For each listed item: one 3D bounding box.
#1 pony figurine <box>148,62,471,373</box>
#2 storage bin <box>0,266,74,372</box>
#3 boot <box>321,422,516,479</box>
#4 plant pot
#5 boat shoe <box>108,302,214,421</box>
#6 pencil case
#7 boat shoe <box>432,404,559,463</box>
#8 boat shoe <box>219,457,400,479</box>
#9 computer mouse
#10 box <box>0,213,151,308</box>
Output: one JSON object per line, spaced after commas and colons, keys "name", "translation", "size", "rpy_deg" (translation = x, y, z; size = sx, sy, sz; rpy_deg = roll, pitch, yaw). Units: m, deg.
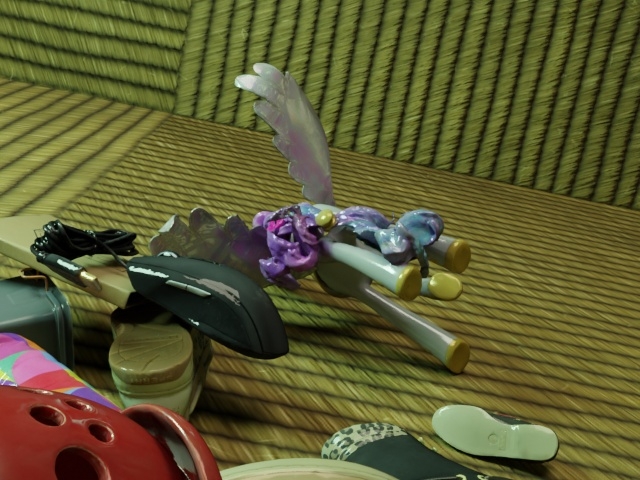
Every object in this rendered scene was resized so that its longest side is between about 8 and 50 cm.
{"name": "pony figurine", "translation": [0.000, 0.000, 1.330], "size": [0.363, 0.303, 0.351], "rpy_deg": [20, -21, 36]}
{"name": "storage bin", "translation": [-0.317, 0.081, 1.097], "size": [0.091, 0.098, 0.135], "rpy_deg": [-9, 24, -29]}
{"name": "boot", "translation": [0.130, 0.221, 0.937], "size": [0.236, 0.085, 0.178], "rpy_deg": [4, 15, -25]}
{"name": "plant pot", "translation": [-0.165, 0.184, 0.658], "size": [0.174, 0.191, 0.191], "rpy_deg": [7, 15, -42]}
{"name": "boat shoe", "translation": [-0.165, 0.122, 1.092], "size": [0.104, 0.089, 0.285], "rpy_deg": [-4, 12, 1]}
{"name": "pencil case", "translation": [-0.216, 0.159, 0.873], "size": [0.104, 0.104, 0.236], "rpy_deg": [-4, 20, -44]}
{"name": "boat shoe", "translation": [0.182, 0.205, 1.117], "size": [0.133, 0.049, 0.042], "rpy_deg": [10, -14, 17]}
{"name": "boat shoe", "translation": [0.053, 0.238, 0.745], "size": [0.341, 0.122, 0.110], "rpy_deg": [10, 15, -11]}
{"name": "computer mouse", "translation": [-0.153, 0.035, 1.049], "size": [0.262, 0.060, 0.184], "rpy_deg": [29, 11, 24]}
{"name": "box", "translation": [-0.258, 0.019, 1.162], "size": [0.201, 0.021, 0.164], "rpy_deg": [23, 10, 14]}
